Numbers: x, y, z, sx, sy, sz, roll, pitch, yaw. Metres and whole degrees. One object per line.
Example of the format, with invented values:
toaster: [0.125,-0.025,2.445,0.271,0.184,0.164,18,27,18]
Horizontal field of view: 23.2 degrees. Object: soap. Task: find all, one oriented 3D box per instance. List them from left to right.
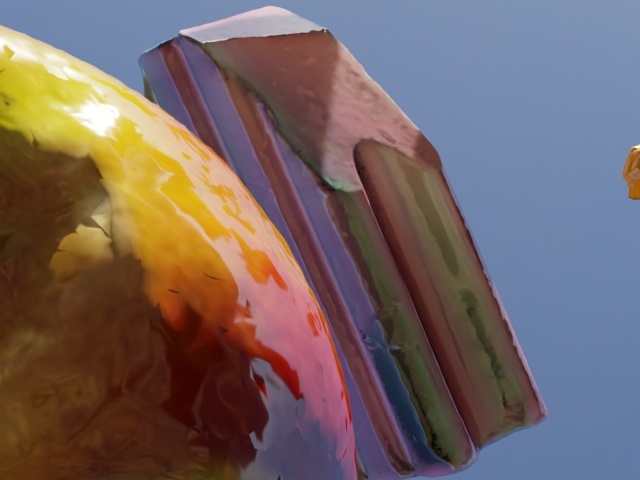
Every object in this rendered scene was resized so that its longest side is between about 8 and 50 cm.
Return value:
soap: [0.000,0.000,1.036,0.109,0.193,0.323,-27,-86,-37]

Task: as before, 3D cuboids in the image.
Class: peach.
peach: [-0.153,0.068,0.579,0.306,0.380,0.242,-4,-122,-30]

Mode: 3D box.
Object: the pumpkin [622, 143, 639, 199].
pumpkin: [0.255,-0.049,1.052,0.074,0.054,0.083,9,-154,37]
